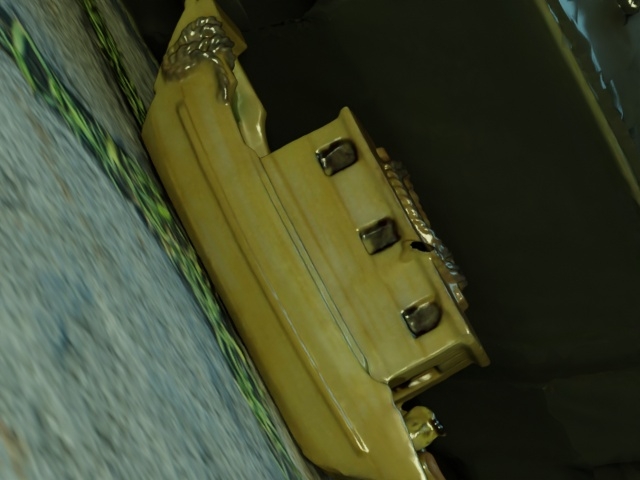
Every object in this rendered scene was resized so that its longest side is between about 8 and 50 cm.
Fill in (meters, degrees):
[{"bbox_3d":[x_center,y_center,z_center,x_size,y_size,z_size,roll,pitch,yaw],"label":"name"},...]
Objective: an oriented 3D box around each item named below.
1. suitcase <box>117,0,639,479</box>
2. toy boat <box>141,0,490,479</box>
[{"bbox_3d":[0.073,-0.066,0.716,0.283,0.194,0.434,-4,-60,55],"label":"suitcase"},{"bbox_3d":[0.000,0.000,0.601,0.200,0.077,0.057,61,5,19],"label":"toy boat"}]
